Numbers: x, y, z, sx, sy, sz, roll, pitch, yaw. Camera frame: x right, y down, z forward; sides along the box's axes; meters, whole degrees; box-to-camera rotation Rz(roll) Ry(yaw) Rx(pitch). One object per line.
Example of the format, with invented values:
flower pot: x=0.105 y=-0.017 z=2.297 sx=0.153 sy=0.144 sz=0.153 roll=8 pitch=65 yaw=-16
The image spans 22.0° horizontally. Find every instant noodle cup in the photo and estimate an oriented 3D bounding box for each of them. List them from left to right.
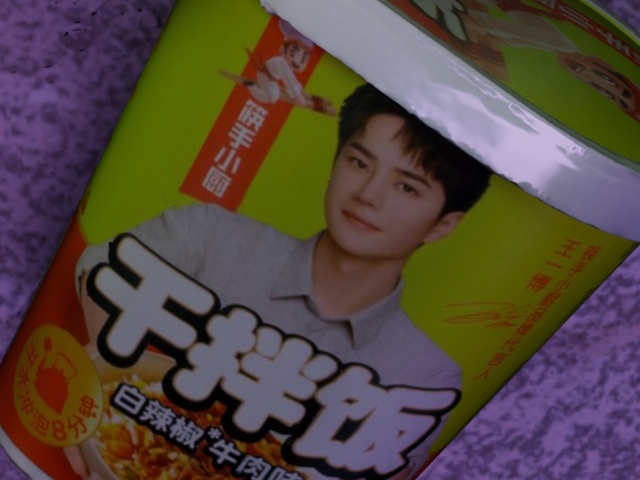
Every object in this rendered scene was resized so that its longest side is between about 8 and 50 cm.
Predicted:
instant noodle cup: x=0.000 y=0.000 z=0.820 sx=0.294 sy=0.294 sz=0.308 roll=26 pitch=116 yaw=-19
